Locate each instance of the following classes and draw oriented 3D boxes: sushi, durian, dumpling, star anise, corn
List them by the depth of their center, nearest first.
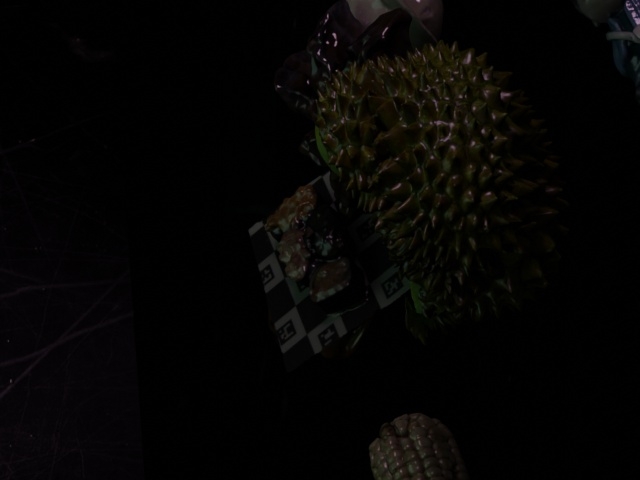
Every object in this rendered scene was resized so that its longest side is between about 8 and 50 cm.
[{"bbox_3d":[0.105,-0.044,1.366,0.200,0.176,0.237,-42,-61,-57],"label":"durian"},{"bbox_3d":[0.105,0.251,1.556,0.211,0.087,0.087,-110,26,-43],"label":"corn"},{"bbox_3d":[0.039,-0.105,1.614,0.236,0.109,0.223,23,136,54],"label":"star anise"},{"bbox_3d":[0.073,-0.213,1.670,0.176,0.092,0.150,-31,75,65],"label":"dumpling"},{"bbox_3d":[0.000,0.000,1.775,0.192,0.050,0.215,-36,45,20],"label":"sushi"}]

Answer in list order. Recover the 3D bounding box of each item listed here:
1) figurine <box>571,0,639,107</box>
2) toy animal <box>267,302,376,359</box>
[{"bbox_3d":[0.222,-0.166,1.197,0.086,0.087,0.149,-48,56,41],"label":"figurine"},{"bbox_3d":[0.002,0.073,1.917,0.312,0.097,0.158,-156,55,-69],"label":"toy animal"}]
